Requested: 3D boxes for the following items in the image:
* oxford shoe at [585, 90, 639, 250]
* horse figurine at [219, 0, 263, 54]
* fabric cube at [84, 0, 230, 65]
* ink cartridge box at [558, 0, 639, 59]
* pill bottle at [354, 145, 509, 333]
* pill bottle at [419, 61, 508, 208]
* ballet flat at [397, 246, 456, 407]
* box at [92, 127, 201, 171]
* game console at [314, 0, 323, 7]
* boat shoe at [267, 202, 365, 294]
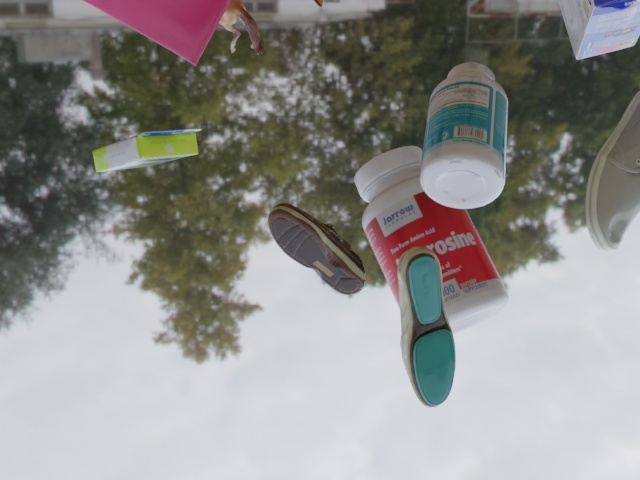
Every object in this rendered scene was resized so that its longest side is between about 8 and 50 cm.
[{"bbox_3d":[0.708,-0.171,1.697,0.130,0.169,0.449,6,-124,49],"label":"oxford shoe"},{"bbox_3d":[-0.236,-0.502,1.724,0.263,0.174,0.066,21,-117,18],"label":"horse figurine"},{"bbox_3d":[-0.265,-0.539,1.434,0.258,0.254,0.259,27,-140,-13],"label":"fabric cube"},{"bbox_3d":[0.615,-0.594,1.682,0.151,0.269,0.395,-15,171,12],"label":"ink cartridge box"},{"bbox_3d":[0.233,0.003,1.725,0.229,0.407,0.229,-22,163,-7],"label":"pill bottle"},{"bbox_3d":[0.262,-0.197,1.386,0.146,0.146,0.264,4,-125,12],"label":"pill bottle"},{"bbox_3d":[0.154,0.128,1.177,0.086,0.248,0.086,-5,-170,1],"label":"ballet flat"},{"bbox_3d":[-0.280,-0.146,1.248,0.109,0.042,0.178,-12,-176,-40],"label":"box"},{"bbox_3d":[-0.061,-0.615,1.886,0.124,0.085,0.144,-8,-152,7],"label":"game console"},{"bbox_3d":[-0.006,0.003,1.543,0.095,0.257,0.095,-23,-144,32],"label":"boat shoe"}]
